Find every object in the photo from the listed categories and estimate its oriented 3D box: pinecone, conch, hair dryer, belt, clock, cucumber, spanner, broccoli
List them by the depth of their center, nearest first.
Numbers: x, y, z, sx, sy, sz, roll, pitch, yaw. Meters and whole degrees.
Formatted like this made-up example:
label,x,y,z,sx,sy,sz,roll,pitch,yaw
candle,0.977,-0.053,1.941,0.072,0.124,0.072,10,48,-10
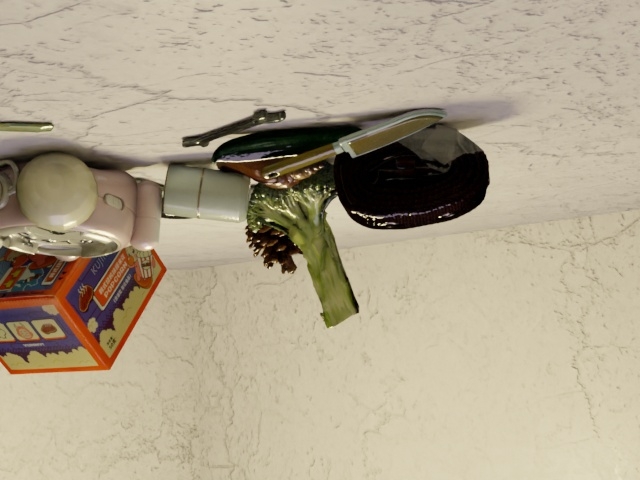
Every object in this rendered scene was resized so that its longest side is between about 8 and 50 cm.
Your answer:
label,x,y,z,sx,sy,sz,roll,pitch,yaw
spanner,-0.155,-0.190,1.514,0.054,0.015,0.254,-2,174,-44
cucumber,-0.057,-0.175,1.574,0.284,0.056,0.056,-7,175,-3
belt,0.172,-0.115,1.652,0.289,0.184,0.164,-4,166,7
conch,-0.100,-0.140,1.735,0.232,0.080,0.086,-5,162,9
clock,-0.523,-0.064,1.737,0.342,0.184,0.325,-13,166,29
broccoli,-0.015,0.001,1.897,0.221,0.362,0.252,-21,-158,-29
hair dryer,-0.240,-0.108,1.932,0.173,0.108,0.357,8,-175,-4
pinecone,-0.115,-0.016,2.318,0.168,0.213,0.185,-3,-176,-7

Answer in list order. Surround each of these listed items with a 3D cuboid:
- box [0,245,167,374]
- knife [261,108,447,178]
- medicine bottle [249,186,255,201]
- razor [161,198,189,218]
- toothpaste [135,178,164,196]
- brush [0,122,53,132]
label,x,y,z,sx,sy,sz,roll,pitch,yaw
box,-0.610,0.106,2.089,0.318,0.257,0.349,-7,-141,28
knife,0.057,-0.170,1.539,0.343,0.027,0.061,-19,149,15
medicine bottle,-0.159,-0.107,2.170,0.220,0.061,0.092,-7,-162,24
razor,-0.352,-0.082,2.254,0.148,0.054,0.090,-1,177,-22
toothpaste,-0.393,-0.113,2.016,0.064,0.041,0.218,-11,177,10
brush,-0.512,-0.172,1.375,0.178,0.030,0.033,-1,164,-25
